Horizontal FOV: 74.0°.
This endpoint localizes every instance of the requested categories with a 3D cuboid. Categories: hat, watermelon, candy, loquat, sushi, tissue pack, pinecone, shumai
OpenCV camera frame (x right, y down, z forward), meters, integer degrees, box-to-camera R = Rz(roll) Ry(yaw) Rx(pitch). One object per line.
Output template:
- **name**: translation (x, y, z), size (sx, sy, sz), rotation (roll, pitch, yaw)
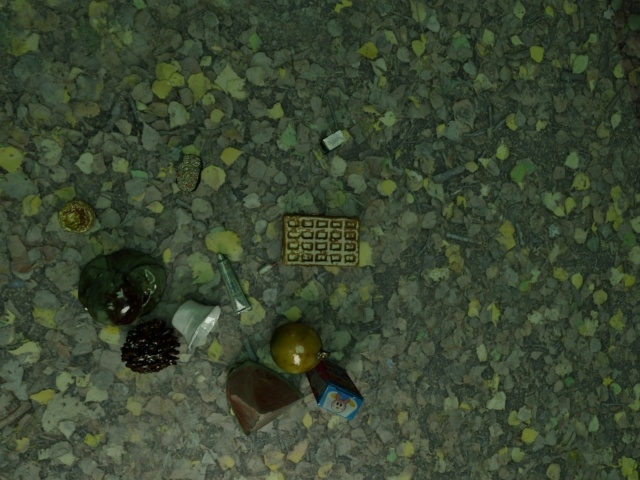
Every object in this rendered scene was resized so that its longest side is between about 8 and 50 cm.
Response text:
- **hat**: translation (-0.493, 0.311, 1.648), size (0.126, 0.203, 0.203), rotation (29, 87, 5)
- **watermelon**: translation (-0.217, 0.608, 1.681), size (0.250, 0.292, 0.283), rotation (-38, 100, -37)
- **candy**: translation (0.048, 0.578, 1.690), size (0.157, 0.306, 0.100), rotation (30, 87, -12)
- **loquat**: translation (-0.077, 0.432, 1.694), size (0.246, 0.213, 0.213), rotation (7, 92, 27)
- **sushi**: translation (-0.508, -0.260, 1.649), size (0.090, 0.078, 0.150), rotation (15, 91, -12)
- **tissue pack**: translation (0.041, -0.409, 1.735), size (0.085, 0.111, 0.079), rotation (-33, 97, -8)
- **pinecone**: translation (-0.632, 0.394, 1.592), size (0.221, 0.221, 0.221), rotation (-1, 93, -11)
- **shumai**: translation (-0.741, 0.181, 1.533), size (0.304, 0.263, 0.309), rotation (31, 87, -13)

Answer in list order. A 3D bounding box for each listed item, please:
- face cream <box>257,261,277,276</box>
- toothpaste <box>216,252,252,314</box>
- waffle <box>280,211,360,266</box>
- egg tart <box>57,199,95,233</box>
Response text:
- **face cream**: translation (-0.217, 0.116, 1.757), size (0.083, 0.021, 0.040), rotation (-33, 99, -9)
- **toothpaste**: translation (-0.359, 0.174, 1.719), size (0.069, 0.047, 0.268), rotation (-26, 101, -28)
- **waffle**: translation (0.000, 0.000, 1.758), size (0.328, 0.098, 0.224), rotation (2, 91, -12)
- **egg tart**: translation (-0.909, -0.090, 1.590), size (0.130, 0.052, 0.130), rotation (-1, 95, -11)
